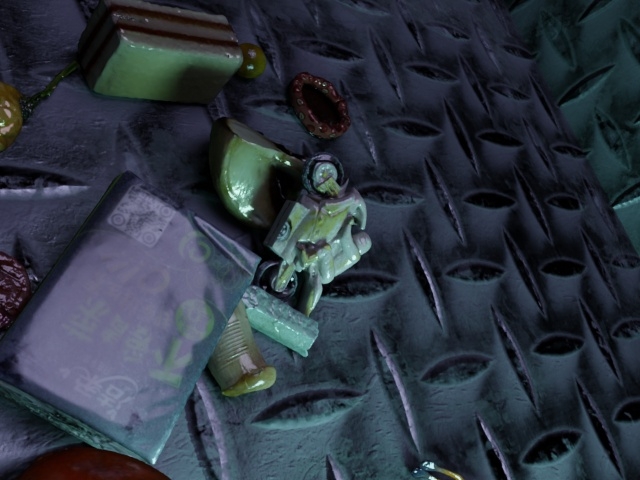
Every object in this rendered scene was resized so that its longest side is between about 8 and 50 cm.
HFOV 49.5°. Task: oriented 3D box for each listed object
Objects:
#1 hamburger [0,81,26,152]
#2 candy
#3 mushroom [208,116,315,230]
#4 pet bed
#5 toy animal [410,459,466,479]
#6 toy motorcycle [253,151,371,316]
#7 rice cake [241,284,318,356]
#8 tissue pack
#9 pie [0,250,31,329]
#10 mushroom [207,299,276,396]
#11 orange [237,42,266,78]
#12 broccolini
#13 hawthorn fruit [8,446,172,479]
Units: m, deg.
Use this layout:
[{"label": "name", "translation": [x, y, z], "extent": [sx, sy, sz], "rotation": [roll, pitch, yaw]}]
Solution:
[{"label": "hamburger", "translation": [-0.637, -0.167, 1.049], "extent": [0.330, 0.162, 0.209], "rotation": [14, 56, -38]}, {"label": "candy", "translation": [-0.332, -0.393, 1.468], "extent": [0.320, 0.179, 0.135], "rotation": [-7, 68, -46]}, {"label": "mushroom", "translation": [-0.130, -0.146, 1.538], "extent": [0.292, 0.212, 0.217], "rotation": [7, 16, -31]}, {"label": "pet bed", "translation": [-0.001, -0.357, 1.848], "extent": [0.201, 0.053, 0.201], "rotation": [23, 53, -34]}, {"label": "toy animal", "translation": [0.348, 0.612, 1.472], "extent": [0.302, 0.225, 0.284], "rotation": [24, 26, -46]}, {"label": "toy motorcycle", "translation": [0.000, 0.000, 1.462], "extent": [0.223, 0.108, 0.341], "rotation": [29, 84, -25]}, {"label": "rice cake", "translation": [-0.092, 0.156, 1.393], "extent": [0.206, 0.069, 0.063], "rotation": [31, 45, -21]}, {"label": "tissue pack", "translation": [-0.305, 0.118, 1.115], "extent": [0.288, 0.124, 0.394], "rotation": [34, 58, -14]}, {"label": "pie", "translation": [-0.525, 0.075, 1.076], "extent": [0.154, 0.036, 0.154], "rotation": [22, 50, -29]}, {"label": "mushroom", "translation": [-0.202, 0.131, 1.293], "extent": [0.122, 0.095, 0.351], "rotation": [-27, 80, -32]}, {"label": "orange", "translation": [-0.176, -0.447, 1.728], "extent": [0.095, 0.085, 0.085], "rotation": [15, 52, -48]}, {"label": "broccolini", "translation": [-0.520, -0.294, 1.338], "extent": [0.044, 0.042, 0.218], "rotation": [42, 40, -13]}, {"label": "hawthorn fruit", "translation": [-0.325, 0.384, 0.891], "extent": [0.307, 0.276, 0.276], "rotation": [38, 41, 4]}]
